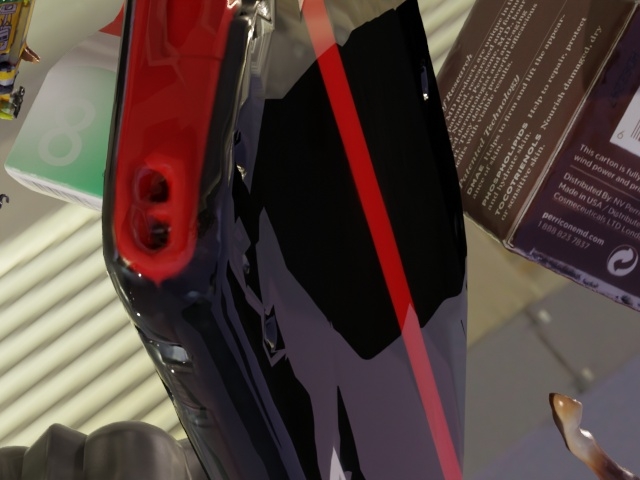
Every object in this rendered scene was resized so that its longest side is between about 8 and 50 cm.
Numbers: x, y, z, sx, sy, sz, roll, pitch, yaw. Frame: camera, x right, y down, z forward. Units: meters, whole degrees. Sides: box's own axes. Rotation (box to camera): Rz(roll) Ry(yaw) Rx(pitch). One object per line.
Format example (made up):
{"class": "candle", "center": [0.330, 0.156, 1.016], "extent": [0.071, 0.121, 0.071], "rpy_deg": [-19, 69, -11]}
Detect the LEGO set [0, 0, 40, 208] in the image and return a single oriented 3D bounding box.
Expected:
{"class": "LEGO set", "center": [-0.314, -0.056, 1.087], "extent": [0.331, 0.255, 0.192], "rpy_deg": [-93, -161, -52]}

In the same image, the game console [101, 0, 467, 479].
{"class": "game console", "center": [0.000, 0.000, 0.682], "extent": [0.060, 0.342, 0.386], "rpy_deg": [-5, 139, 13]}

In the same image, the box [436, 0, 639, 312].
{"class": "box", "center": [0.183, -0.066, 1.148], "extent": [0.167, 0.168, 0.203], "rpy_deg": [-63, -156, 8]}

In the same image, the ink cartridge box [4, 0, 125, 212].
{"class": "ink cartridge box", "center": [-0.106, -0.120, 1.296], "extent": [0.225, 0.181, 0.056], "rpy_deg": [-68, 153, -11]}

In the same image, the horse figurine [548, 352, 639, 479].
{"class": "horse figurine", "center": [0.093, 0.149, 0.668], "extent": [0.066, 0.174, 0.263], "rpy_deg": [13, -142, 41]}

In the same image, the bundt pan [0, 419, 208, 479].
{"class": "bundt pan", "center": [-0.148, 0.251, 1.230], "extent": [0.331, 0.331, 0.124], "rpy_deg": [-44, -149, 23]}
